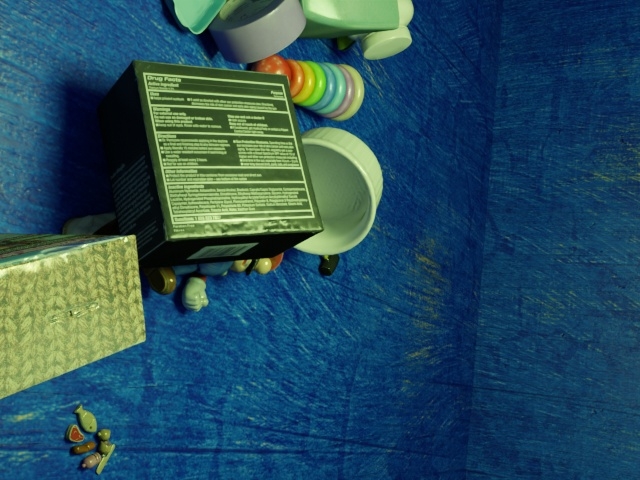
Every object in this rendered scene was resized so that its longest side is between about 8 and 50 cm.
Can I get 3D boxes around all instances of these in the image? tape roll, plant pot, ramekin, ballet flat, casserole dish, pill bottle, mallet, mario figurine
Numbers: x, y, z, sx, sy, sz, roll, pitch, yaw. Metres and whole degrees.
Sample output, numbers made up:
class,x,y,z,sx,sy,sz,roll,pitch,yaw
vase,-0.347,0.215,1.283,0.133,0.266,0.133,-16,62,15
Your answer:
class,x,y,z,sx,sy,sz,roll,pitch,yaw
tape roll,-0.130,-0.442,1.501,0.080,0.189,0.189,63,40,-40
plant pot,-0.005,-0.576,1.677,0.252,0.247,0.247,-21,110,-41
ramekin,0.006,-0.119,1.679,0.135,0.277,0.277,-55,137,-55
ballet flat,0.079,-0.586,1.999,0.077,0.077,0.231,49,43,-22
casserole dish,-0.243,-0.480,1.451,0.114,0.037,0.188,61,42,-40
pill bottle,0.121,-0.625,1.867,0.181,0.182,0.322,-3,76,-61
mallet,0.000,0.000,1.906,0.062,0.039,0.189,-54,131,-46
mario figurine,-0.173,0.033,1.446,0.321,0.198,0.170,-12,87,-56

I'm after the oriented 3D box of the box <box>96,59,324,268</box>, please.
class,x,y,z,sx,sy,sz,roll,pitch,yaw
box,-0.185,-0.121,1.258,0.296,0.183,0.294,-3,75,-37

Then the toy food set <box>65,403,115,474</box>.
class,x,y,z,sx,sy,sz,roll,pitch,yaw
toy food set,-0.382,0.337,1.250,0.122,0.019,0.078,63,40,-40

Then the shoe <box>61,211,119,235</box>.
class,x,y,z,sx,sy,sz,roll,pitch,yaw
shoe,-0.337,-0.014,1.279,0.219,0.058,0.076,-13,102,-60

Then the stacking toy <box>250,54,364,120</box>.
class,x,y,z,sx,sy,sz,roll,pitch,yaw
stacking toy,-0.038,-0.360,1.740,0.330,0.141,0.141,-4,95,-55

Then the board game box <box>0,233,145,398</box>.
class,x,y,z,sx,sy,sz,roll,pitch,yaw
board game box,-0.407,0.077,0.923,0.232,0.291,0.141,-18,106,-59
